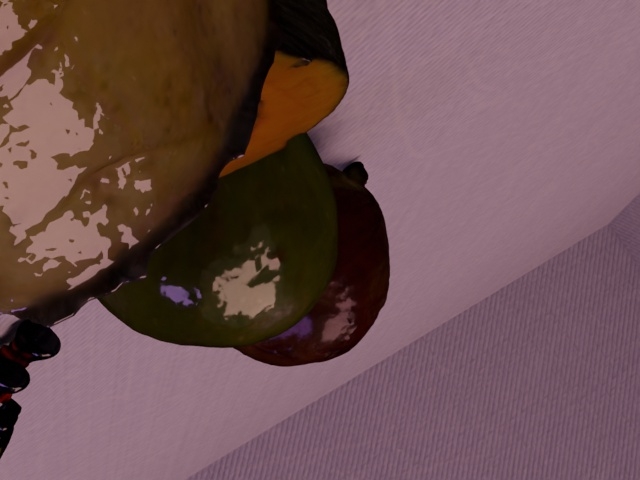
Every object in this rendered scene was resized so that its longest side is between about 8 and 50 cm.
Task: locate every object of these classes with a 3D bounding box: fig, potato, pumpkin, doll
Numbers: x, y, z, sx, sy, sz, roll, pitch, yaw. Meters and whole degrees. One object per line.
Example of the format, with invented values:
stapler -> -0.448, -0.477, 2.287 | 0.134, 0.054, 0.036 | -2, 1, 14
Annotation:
fig -> -0.075, -0.026, 0.897 | 0.181, 0.181, 0.191 | -27, 142, -28
potato -> -0.137, -0.122, 0.385 | 0.229, 0.229, 0.266 | -32, 143, -7
pumpkin -> -0.050, -0.130, 0.690 | 0.126, 0.131, 0.248 | -20, 169, -19
doll -> -0.324, 0.174, 1.233 | 0.127, 0.088, 0.248 | -16, 155, -53
fig -> -0.016, -0.024, 1.219 | 0.190, 0.191, 0.290 | -47, -162, 47
